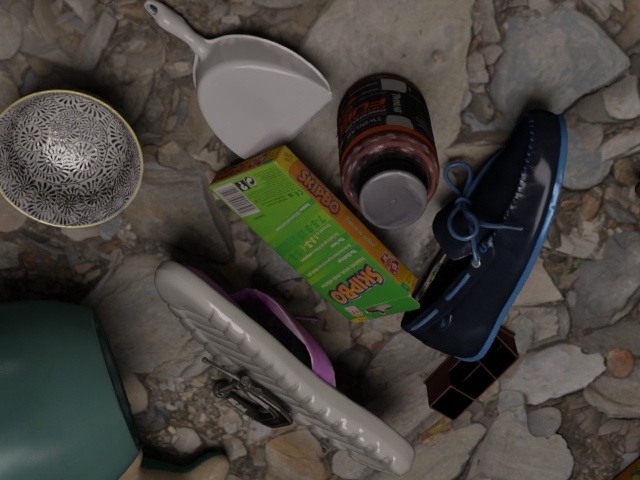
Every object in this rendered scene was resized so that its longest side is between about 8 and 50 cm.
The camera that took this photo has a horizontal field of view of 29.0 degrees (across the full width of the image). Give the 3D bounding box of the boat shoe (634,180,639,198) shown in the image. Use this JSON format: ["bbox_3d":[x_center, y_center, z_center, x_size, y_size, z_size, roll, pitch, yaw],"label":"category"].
[{"bbox_3d":[0.448,-0.013,1.444,0.073,0.073,0.207,-37,108,22],"label":"boat shoe"}]

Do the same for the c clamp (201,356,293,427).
[{"bbox_3d":[-0.096,0.191,1.543,0.137,0.022,0.161,32,160,-3],"label":"c clamp"}]

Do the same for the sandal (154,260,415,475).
[{"bbox_3d":[-0.035,0.139,1.502,0.416,0.169,0.102,44,68,-25],"label":"sandal"}]

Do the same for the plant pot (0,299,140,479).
[{"bbox_3d":[-0.348,0.203,1.449,0.235,0.293,0.293,-18,122,-6],"label":"plant pot"}]

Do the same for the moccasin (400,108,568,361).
[{"bbox_3d":[0.180,0.003,1.410,0.116,0.138,0.342,15,120,-5],"label":"moccasin"}]

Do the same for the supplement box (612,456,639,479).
[{"bbox_3d":[0.486,0.303,1.637,0.080,0.078,0.233,31,116,-19],"label":"supplement box"}]

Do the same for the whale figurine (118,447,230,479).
[{"bbox_3d":[-0.257,0.336,1.636,0.272,0.141,0.216,-13,125,-22],"label":"whale figurine"}]

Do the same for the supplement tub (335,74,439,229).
[{"bbox_3d":[0.071,-0.092,1.310,0.106,0.198,0.106,-1,122,-1],"label":"supplement tub"}]

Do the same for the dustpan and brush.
[{"bbox_3d":[-0.106,-0.186,1.339,0.211,0.060,0.147,31,130,-26],"label":"dustpan and brush"}]

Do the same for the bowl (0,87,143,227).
[{"bbox_3d":[-0.276,-0.105,1.366,0.170,0.080,0.170,0,122,0],"label":"bowl"}]

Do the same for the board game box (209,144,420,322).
[{"bbox_3d":[0.000,0.000,1.432,0.124,0.039,0.259,-17,125,47],"label":"board game box"}]

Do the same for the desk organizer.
[{"bbox_3d":[0.190,0.164,1.560,0.047,0.050,0.130,31,117,-19],"label":"desk organizer"}]
